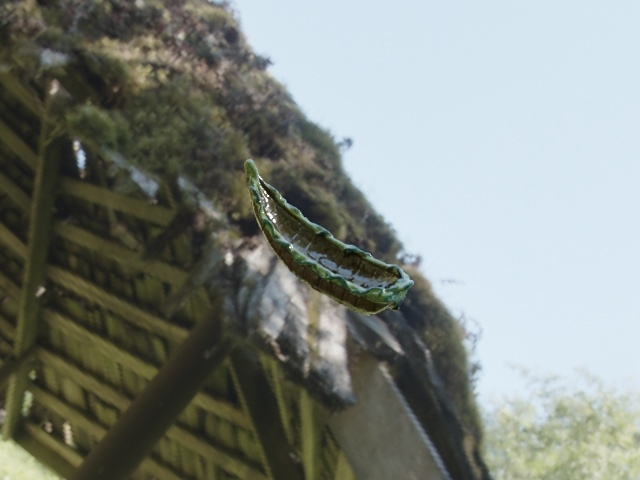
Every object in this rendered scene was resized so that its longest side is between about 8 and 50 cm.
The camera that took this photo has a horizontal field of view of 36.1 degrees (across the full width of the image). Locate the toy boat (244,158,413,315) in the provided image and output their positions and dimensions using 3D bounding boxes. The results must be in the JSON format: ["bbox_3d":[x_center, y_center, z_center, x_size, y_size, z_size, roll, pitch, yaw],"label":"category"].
[{"bbox_3d":[-0.007,0.007,1.373,0.293,0.108,0.099,37,-57,10],"label":"toy boat"}]
